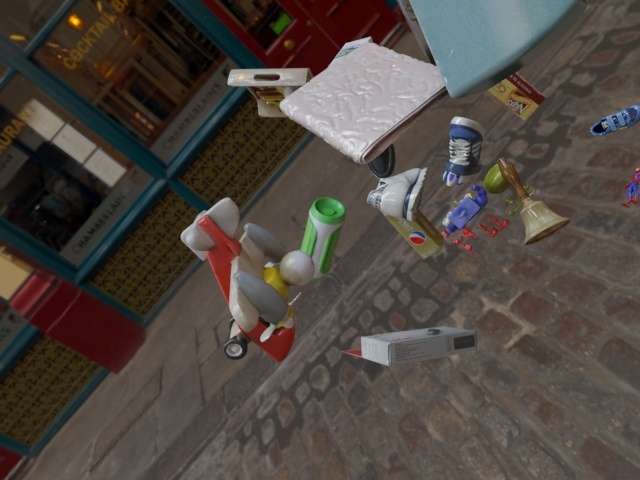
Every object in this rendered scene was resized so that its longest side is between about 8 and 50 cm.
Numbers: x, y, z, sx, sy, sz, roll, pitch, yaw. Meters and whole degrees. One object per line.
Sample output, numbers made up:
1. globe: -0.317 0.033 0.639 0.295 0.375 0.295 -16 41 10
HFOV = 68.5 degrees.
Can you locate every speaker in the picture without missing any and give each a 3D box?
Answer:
1. speaker: 0.000 0.000 1.615 0.131 0.131 0.297 -78 2 -49

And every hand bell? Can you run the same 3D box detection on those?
1. hand bell: 0.547 -0.122 1.272 0.126 0.126 0.242 -37 67 29

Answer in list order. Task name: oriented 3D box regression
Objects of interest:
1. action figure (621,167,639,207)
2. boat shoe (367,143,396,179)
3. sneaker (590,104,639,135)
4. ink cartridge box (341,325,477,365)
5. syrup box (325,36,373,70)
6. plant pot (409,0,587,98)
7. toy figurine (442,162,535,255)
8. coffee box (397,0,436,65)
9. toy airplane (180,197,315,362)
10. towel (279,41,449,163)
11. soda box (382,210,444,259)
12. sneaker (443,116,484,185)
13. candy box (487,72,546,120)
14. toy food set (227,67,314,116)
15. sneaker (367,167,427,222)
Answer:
1. action figure: 0.769 -0.135 1.153 0.115 0.030 0.038 -57 -3 -24
2. boat shoe: 0.146 -0.291 1.267 0.095 0.255 0.079 -9 -5 17
3. sneaker: 0.847 -0.339 1.349 0.144 0.059 0.053 -37 64 60
4. ink cartridge box: 0.226 0.266 1.237 0.239 0.274 0.060 -7 85 64
5. syrup box: 0.091 -0.512 1.420 0.093 0.096 0.237 0 46 32
6. plant pot: 0.359 -0.459 0.919 0.252 0.247 0.247 -22 5 39
7. toy figurine: 0.569 -0.105 1.684 0.363 0.191 0.217 -50 -20 27
8. coffee box: 0.333 -0.676 1.402 0.141 0.246 0.098 -31 38 17
9. toy airplane: -0.152 0.071 1.123 0.272 0.384 0.386 -17 65 3
10. towel: 0.108 -0.347 1.143 0.317 0.053 0.332 -39 50 -12
11. soda box: 0.233 -0.041 1.192 0.058 0.181 0.061 -35 15 36
12. sneaker: 0.582 -0.344 1.948 0.130 0.322 0.237 20 87 28
13. candy box: 0.546 -0.484 1.446 0.088 0.182 0.316 -50 13 23
14. toy food set: -0.121 -0.426 1.406 0.306 0.219 0.093 15 -103 -81
15. sneaker: 0.164 -0.106 0.962 0.235 0.094 0.090 -41 -43 -67
